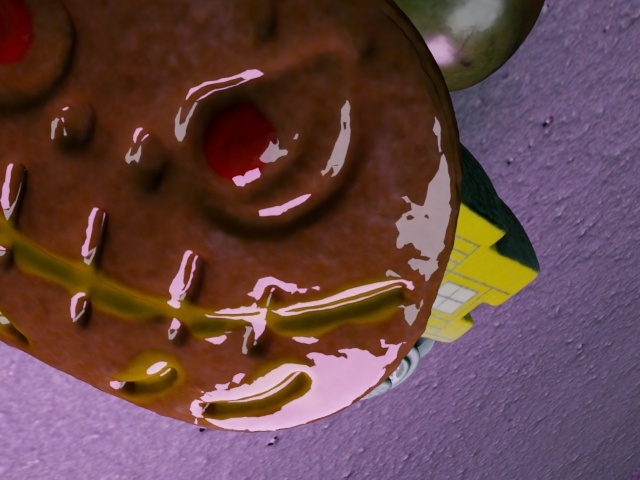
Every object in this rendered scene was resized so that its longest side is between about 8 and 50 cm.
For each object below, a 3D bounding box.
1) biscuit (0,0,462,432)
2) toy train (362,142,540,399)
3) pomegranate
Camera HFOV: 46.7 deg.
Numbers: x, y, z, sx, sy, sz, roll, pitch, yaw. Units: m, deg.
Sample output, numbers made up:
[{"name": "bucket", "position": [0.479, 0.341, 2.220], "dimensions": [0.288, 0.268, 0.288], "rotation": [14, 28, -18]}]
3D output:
[{"name": "biscuit", "position": [-0.112, -0.068, 0.406], "dimensions": [0.070, 0.394, 0.350], "rotation": [-52, 160, -65]}, {"name": "toy train", "position": [0.000, 0.000, 0.632], "dimensions": [0.442, 0.179, 0.272], "rotation": [20, 125, -44]}, {"name": "pomegranate", "position": [0.054, -0.206, 0.537], "dimensions": [0.225, 0.187, 0.187], "rotation": [13, 121, -15]}]
